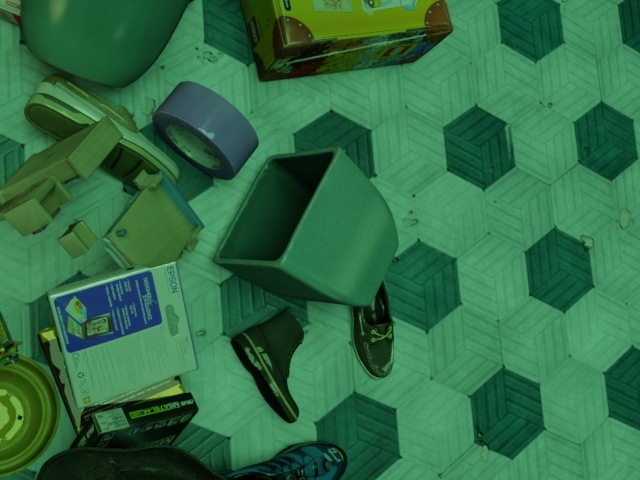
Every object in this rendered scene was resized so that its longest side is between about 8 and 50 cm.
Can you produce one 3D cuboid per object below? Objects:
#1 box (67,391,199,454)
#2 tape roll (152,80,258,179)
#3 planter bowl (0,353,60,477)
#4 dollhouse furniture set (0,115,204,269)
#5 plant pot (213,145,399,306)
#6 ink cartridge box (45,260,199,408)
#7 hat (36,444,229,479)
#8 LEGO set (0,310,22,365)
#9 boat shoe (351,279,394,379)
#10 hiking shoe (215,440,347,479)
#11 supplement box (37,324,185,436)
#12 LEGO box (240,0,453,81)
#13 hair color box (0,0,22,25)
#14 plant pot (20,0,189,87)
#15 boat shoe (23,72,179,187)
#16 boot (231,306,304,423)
[{"bbox_3d":[-0.324,0.334,1.390,0.191,0.184,0.045,-4,52,-43],"label":"box"},{"bbox_3d":[-0.214,-0.203,1.539,0.189,0.189,0.080,39,71,-10],"label":"tape roll"},{"bbox_3d":[-0.551,0.295,1.391,0.217,0.090,0.217,3,81,-19],"label":"planter bowl"},{"bbox_3d":[-0.393,-0.006,1.432,0.303,0.198,0.286,54,34,-25],"label":"dollhouse furniture set"},{"bbox_3d":[0.000,0.000,1.566,0.252,0.248,0.247,36,71,-30],"label":"plant pot"},{"bbox_3d":[-0.318,0.148,1.343,0.208,0.045,0.206,-15,112,-21],"label":"ink cartridge box"},{"bbox_3d":[-0.302,0.461,1.325,0.331,0.331,0.134,19,41,-16],"label":"hat"},{"bbox_3d":[-0.592,0.221,1.284,0.255,0.331,0.192,-29,110,-38],"label":"LEGO set"},{"bbox_3d":[0.107,0.168,1.661,0.081,0.069,0.227,-10,85,-21],"label":"boat shoe"},{"bbox_3d":[-0.078,0.453,1.515,0.304,0.132,0.113,-14,87,-21],"label":"hiking shoe"},{"bbox_3d":[-0.369,0.215,1.448,0.191,0.129,0.194,-22,90,-21],"label":"supplement box"},{"bbox_3d":[0.015,-0.612,1.683,0.373,0.193,0.500,-11,86,-21],"label":"LEGO box"},{"bbox_3d":[-0.550,-0.488,1.518,0.093,0.053,0.167,20,77,1],"label":"hair color box"},{"bbox_3d":[-0.392,-0.413,1.460,0.293,0.293,0.235,21,103,-16],"label":"plant pot"},{"bbox_3d":[-0.382,-0.200,1.515,0.302,0.113,0.103,34,50,-26],"label":"boat shoe"},{"bbox_3d":[-0.063,0.237,1.590,0.137,0.077,0.197,-32,94,-27],"label":"boot"}]
